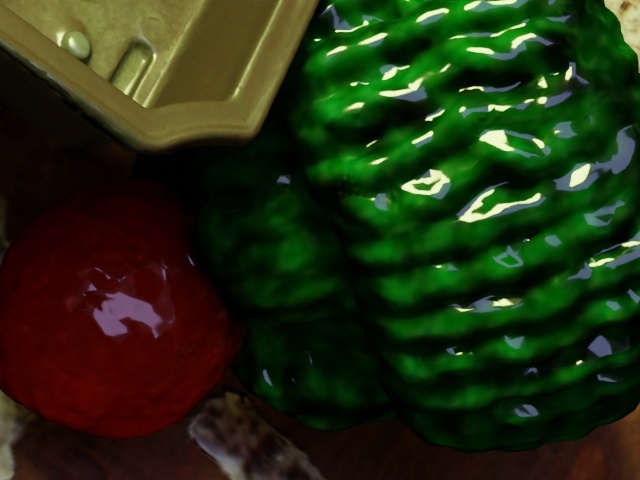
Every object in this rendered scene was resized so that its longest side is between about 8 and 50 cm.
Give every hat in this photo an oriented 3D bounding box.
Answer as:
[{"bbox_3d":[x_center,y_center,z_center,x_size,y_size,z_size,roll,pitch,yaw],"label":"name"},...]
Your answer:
[{"bbox_3d":[0.000,0.000,0.628,0.332,0.242,0.274,-22,94,-1],"label":"hat"}]

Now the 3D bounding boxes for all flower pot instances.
[{"bbox_3d":[-0.084,-0.144,0.519,0.179,0.084,0.250,37,54,-21],"label":"flower pot"}]

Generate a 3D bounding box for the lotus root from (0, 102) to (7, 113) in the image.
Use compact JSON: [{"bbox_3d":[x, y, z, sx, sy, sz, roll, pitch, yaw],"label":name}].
[{"bbox_3d":[-0.203,-0.158,0.606,0.196,0.179,0.397,54,46,-30],"label":"lotus root"}]
